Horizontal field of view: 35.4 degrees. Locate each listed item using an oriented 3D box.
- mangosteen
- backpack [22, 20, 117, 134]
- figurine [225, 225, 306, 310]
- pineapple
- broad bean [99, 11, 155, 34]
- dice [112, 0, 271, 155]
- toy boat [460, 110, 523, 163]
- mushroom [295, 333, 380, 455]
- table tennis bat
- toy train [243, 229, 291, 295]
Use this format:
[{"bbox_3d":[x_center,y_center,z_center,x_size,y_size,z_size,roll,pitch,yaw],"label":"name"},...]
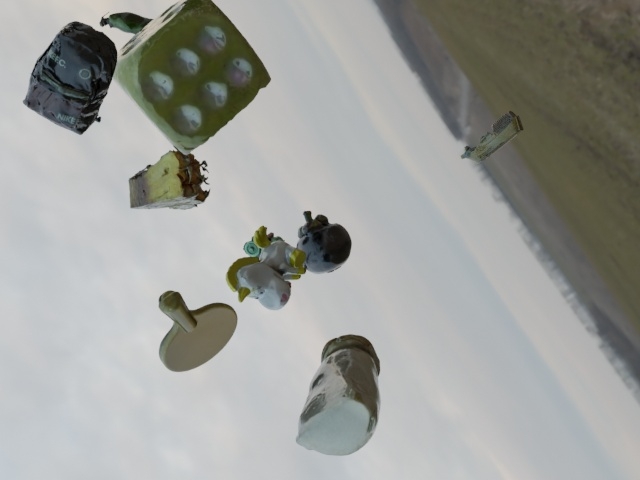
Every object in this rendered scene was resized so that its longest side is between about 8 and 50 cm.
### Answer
[{"bbox_3d":[0.000,0.000,2.262,0.151,0.137,0.137,61,-171,-3],"label":"mangosteen"},{"bbox_3d":[-0.384,-0.250,1.541,0.120,0.165,0.106,24,-143,-5],"label":"backpack"},{"bbox_3d":[-0.108,0.067,1.914,0.129,0.109,0.178,42,-131,-11],"label":"figurine"},{"bbox_3d":[-0.347,-0.121,2.309,0.236,0.186,0.115,122,142,-70],"label":"pineapple"},{"bbox_3d":[-0.348,-0.442,2.168,0.254,0.065,0.046,23,153,-1],"label":"broad bean"},{"bbox_3d":[-0.255,-0.324,1.943,0.227,0.238,0.233,49,176,-21],"label":"dice"},{"bbox_3d":[0.347,-0.205,2.036,0.047,0.149,0.049,-20,-105,-54],"label":"toy boat"},{"bbox_3d":[0.045,0.294,1.900,0.137,0.154,0.407,27,-169,0],"label":"mushroom"},{"bbox_3d":[-0.281,0.193,2.197,0.050,0.198,0.321,48,171,29],"label":"table tennis bat"},{"bbox_3d":[-0.130,0.063,2.489,0.074,0.118,0.176,-37,-44,-66],"label":"toy train"}]
